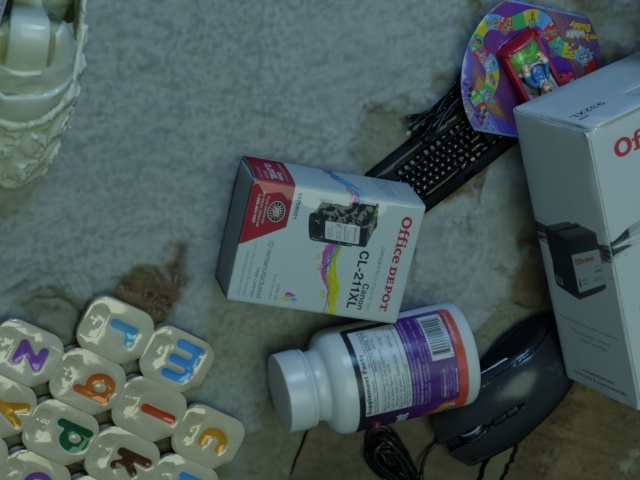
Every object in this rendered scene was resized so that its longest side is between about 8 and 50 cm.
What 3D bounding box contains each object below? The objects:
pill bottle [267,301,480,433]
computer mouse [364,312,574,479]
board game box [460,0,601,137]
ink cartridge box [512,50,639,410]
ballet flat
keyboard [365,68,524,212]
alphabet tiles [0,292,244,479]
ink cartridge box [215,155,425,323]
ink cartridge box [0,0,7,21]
[{"bbox_3d":[0.051,0.131,1.797,0.194,0.108,0.108,-12,109,-15],"label":"pill bottle"},{"bbox_3d":[0.192,0.210,1.893,0.262,0.060,0.184,-35,112,-6],"label":"computer mouse"},{"bbox_3d":[0.219,-0.164,1.793,0.169,0.033,0.133,8,98,-30],"label":"board game box"},{"bbox_3d":[0.338,-0.022,1.808,0.223,0.129,0.307,-25,116,-24],"label":"ink cartridge box"},{"bbox_3d":[-0.259,-0.234,1.575,0.147,0.147,0.408,4,105,-20],"label":"ballet flat"},{"bbox_3d":[0.130,-0.096,1.797,0.192,0.038,0.100,-39,113,-6],"label":"keyboard"},{"bbox_3d":[-0.225,0.198,1.770,0.278,0.021,0.284,27,95,-23],"label":"alphabet tiles"},{"bbox_3d":[0.000,0.000,1.749,0.175,0.072,0.127,8,107,-16],"label":"ink cartridge box"},{"bbox_3d":[-0.363,-0.207,1.514,0.088,0.193,0.234,-3,114,-65],"label":"ink cartridge box"}]
